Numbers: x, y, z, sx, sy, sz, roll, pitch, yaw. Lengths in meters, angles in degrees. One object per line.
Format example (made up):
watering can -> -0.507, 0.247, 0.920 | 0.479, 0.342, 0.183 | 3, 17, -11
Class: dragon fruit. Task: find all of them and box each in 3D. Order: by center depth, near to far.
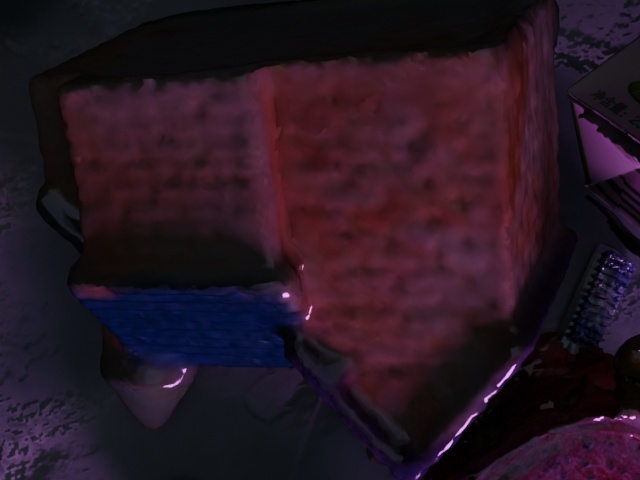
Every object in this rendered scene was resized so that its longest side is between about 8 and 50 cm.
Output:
dragon fruit -> 0.171, 0.177, 0.839 | 0.211, 0.147, 0.282 | 17, 99, -5

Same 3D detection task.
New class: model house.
model house -> 0.000, 0.000, 0.821 | 0.312, 0.245, 0.280 | -1, 111, 17

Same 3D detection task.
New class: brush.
brush -> 0.182, 0.088, 0.914 | 0.033, 0.030, 0.179 | 26, 85, -12

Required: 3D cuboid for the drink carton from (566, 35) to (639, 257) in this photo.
drink carton -> 0.306, -0.099, 0.839 | 0.271, 0.108, 0.161 | -36, 53, -12
